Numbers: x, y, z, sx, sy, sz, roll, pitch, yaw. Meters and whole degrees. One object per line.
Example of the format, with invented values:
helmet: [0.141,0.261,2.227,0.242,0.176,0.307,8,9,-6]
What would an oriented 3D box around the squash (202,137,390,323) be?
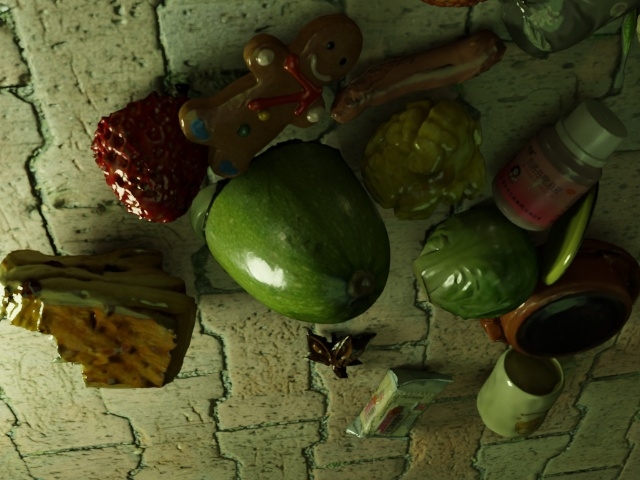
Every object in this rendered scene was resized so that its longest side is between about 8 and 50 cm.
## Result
squash: [-0.005,0.032,1.501,0.310,0.309,0.310,-19,136,-20]

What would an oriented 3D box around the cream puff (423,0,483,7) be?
cream puff: [0.200,-0.444,1.125,0.350,0.228,0.350,-9,139,-7]

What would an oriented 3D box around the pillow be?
pillow: [0.414,-0.379,1.363,0.255,0.059,0.169,-28,131,24]

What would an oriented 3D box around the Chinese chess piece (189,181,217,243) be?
Chinese chess piece: [-0.170,-0.046,1.618,0.144,0.058,0.144,-7,139,-6]

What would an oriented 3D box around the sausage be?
sausage: [0.155,-0.270,1.429,0.304,0.078,0.078,-18,139,6]

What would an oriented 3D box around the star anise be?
star anise: [0.053,0.255,2.018,0.157,0.053,0.212,-33,133,24]

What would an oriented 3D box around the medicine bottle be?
medicine bottle: [0.434,-0.138,1.591,0.147,0.147,0.247,16,133,-28]

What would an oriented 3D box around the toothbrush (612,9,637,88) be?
toothbrush: [0.514,-0.358,1.444,0.022,0.026,0.263,-4,139,2]

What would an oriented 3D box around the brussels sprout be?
brussels sprout: [0.310,0.051,1.732,0.244,0.244,0.244,-7,139,-6]

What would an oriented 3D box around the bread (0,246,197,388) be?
bread: [-0.433,0.136,1.670,0.370,0.191,0.314,10,140,-16]

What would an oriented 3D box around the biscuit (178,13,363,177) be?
biscuit: [-0.066,-0.234,1.374,0.324,0.049,0.205,-37,141,1]

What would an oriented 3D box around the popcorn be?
popcorn: [0.184,-0.141,1.524,0.203,0.200,0.226,-5,113,-49]

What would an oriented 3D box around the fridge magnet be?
fridge magnet: [0.526,0.135,1.910,0.364,0.155,0.363,-5,139,-5]

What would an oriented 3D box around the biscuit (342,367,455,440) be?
biscuit: [0.199,0.420,2.222,0.186,0.079,0.309,10,134,-20]

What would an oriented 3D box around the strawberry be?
strawberry: [-0.256,-0.118,1.433,0.234,0.178,0.234,-10,145,-7]

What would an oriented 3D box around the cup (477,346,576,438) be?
cup: [0.515,0.358,2.196,0.173,0.255,0.202,32,137,15]

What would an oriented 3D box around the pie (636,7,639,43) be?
pie: [0.647,-0.386,1.362,0.339,0.077,0.339,-18,139,-16]

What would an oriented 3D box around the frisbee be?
frisbee: [0.474,-0.024,1.674,0.017,0.236,0.236,21,135,1]
